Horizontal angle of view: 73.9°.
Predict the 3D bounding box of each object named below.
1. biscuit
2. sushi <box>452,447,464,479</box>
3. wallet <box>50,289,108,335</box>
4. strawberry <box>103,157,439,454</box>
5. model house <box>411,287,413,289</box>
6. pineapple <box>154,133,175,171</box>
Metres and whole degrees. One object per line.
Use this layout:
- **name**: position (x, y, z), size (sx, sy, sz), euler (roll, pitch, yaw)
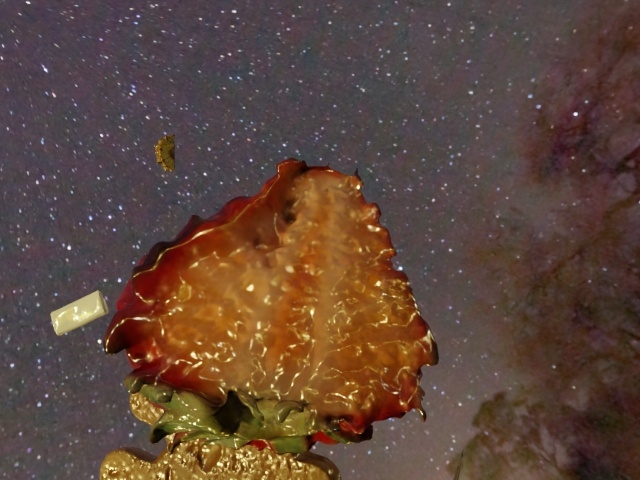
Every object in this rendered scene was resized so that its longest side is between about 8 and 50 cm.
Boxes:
- **biscuit**: position (-0.101, 0.255, 0.457), size (0.186, 0.295, 0.044), euler (-69, -22, -5)
- **sushi**: position (0.166, 0.482, 0.550), size (0.292, 0.059, 0.294), euler (-12, -71, -61)
- **wallet**: position (-0.558, 0.168, 0.984), size (0.122, 0.061, 0.025), euler (-26, -11, -1)
- **strawberry**: position (-0.054, 0.065, 0.409), size (0.253, 0.280, 0.150), euler (-4, -39, -13)
- **model house**: position (0.040, 0.119, 0.950), size (0.241, 0.226, 0.261), euler (-50, -24, 4)
- **pineapple**: position (-0.337, -0.191, 0.923), size (0.045, 0.019, 0.083), euler (-10, -75, -58)
